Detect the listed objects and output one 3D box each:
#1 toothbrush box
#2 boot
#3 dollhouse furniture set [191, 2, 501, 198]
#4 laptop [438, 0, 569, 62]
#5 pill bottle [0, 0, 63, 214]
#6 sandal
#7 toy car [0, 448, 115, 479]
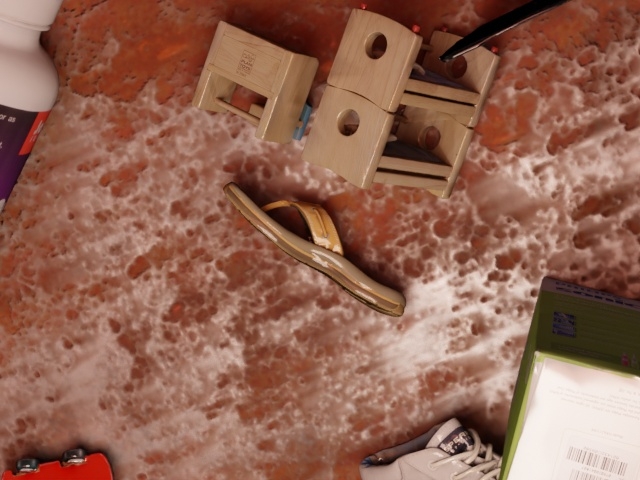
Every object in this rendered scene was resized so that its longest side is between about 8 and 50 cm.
[{"bbox_3d":[0.249,0.130,1.269,0.206,0.283,0.122,14,102,5],"label":"toothbrush box"},{"bbox_3d":[0.128,0.200,1.349,0.258,0.095,0.123,-23,93,46],"label":"boot"},{"bbox_3d":[0.021,-0.130,1.360,0.184,0.129,0.129,28,103,33],"label":"dollhouse furniture set"},{"bbox_3d":[0.328,-0.134,1.163,0.408,0.382,0.236,30,103,2],"label":"laptop"},{"bbox_3d":[-0.329,-0.082,1.370,0.181,0.181,0.323,29,102,3],"label":"pill bottle"},{"bbox_3d":[0.000,0.000,1.397,0.180,0.072,0.049,33,87,0],"label":"sandal"},{"bbox_3d":[-0.325,0.218,1.467,0.239,0.053,0.225,-41,74,-16],"label":"toy car"}]
